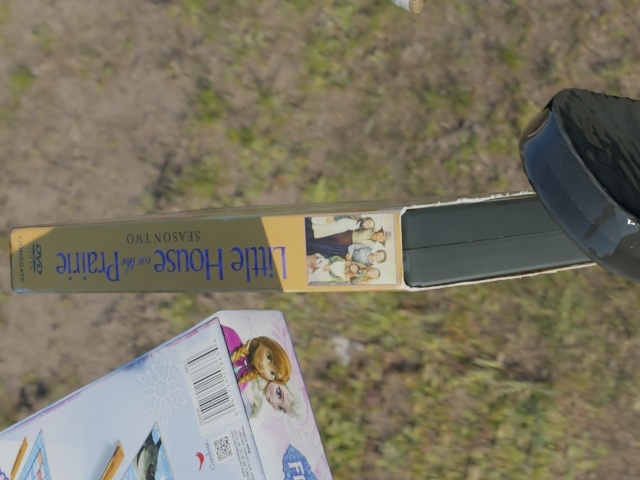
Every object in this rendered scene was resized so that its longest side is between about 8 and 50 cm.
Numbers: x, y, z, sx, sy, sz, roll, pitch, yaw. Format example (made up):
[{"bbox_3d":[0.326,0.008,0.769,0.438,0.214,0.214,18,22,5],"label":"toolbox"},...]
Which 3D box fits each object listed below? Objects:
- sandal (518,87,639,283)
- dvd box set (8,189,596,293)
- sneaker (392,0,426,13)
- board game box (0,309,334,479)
[{"bbox_3d":[0.308,-0.039,1.083,0.107,0.446,0.167,-47,61,31],"label":"sandal"},{"bbox_3d":[0.000,0.000,1.312,0.420,0.308,0.062,-2,93,43],"label":"dvd box set"},{"bbox_3d":[0.024,-0.264,1.202,0.153,0.282,0.099,25,82,10],"label":"sneaker"},{"bbox_3d":[-0.108,0.248,1.059,0.318,0.066,0.318,-28,71,36],"label":"board game box"}]
